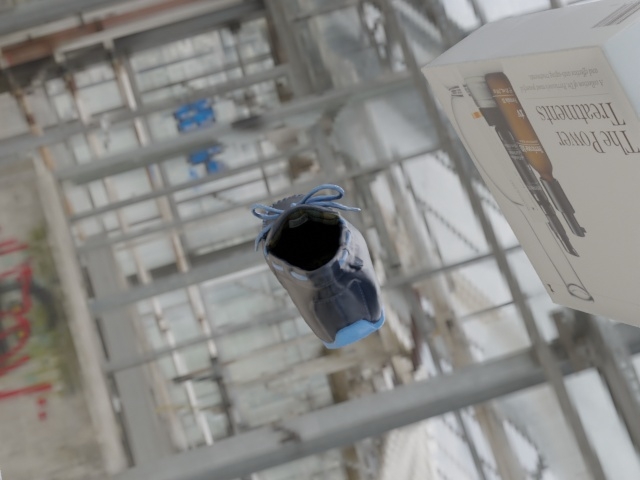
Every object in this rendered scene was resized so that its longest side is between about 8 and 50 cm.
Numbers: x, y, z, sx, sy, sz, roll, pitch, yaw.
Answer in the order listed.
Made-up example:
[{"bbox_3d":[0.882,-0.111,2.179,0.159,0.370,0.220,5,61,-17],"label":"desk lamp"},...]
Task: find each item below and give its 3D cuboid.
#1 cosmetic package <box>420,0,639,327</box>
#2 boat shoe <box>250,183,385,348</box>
[{"bbox_3d":[0.253,-0.060,1.157,0.284,0.097,0.377,57,-11,-12],"label":"cosmetic package"},{"bbox_3d":[0.000,0.000,1.190,0.089,0.109,0.258,64,-9,-26],"label":"boat shoe"}]
